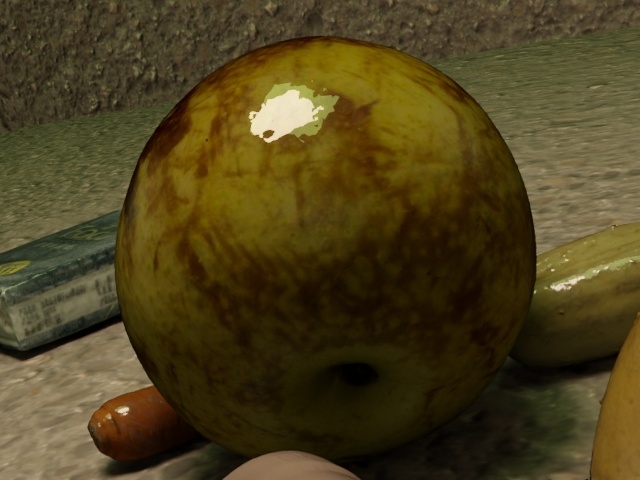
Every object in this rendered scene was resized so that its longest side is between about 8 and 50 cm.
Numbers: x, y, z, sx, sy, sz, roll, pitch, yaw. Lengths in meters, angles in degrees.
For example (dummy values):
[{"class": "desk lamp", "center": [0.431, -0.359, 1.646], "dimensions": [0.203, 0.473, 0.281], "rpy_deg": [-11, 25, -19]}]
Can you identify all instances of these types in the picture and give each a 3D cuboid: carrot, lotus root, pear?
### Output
[{"class": "carrot", "center": [-0.062, 0.112, 0.879], "dimensions": [0.216, 0.048, 0.048], "rpy_deg": [-13, 12, -26]}, {"class": "lotus root", "center": [0.206, 0.035, 0.849], "dimensions": [0.183, 0.077, 0.090], "rpy_deg": [-21, 25, -1]}, {"class": "pear", "center": [0.000, 0.000, 0.770], "dimensions": [0.283, 0.284, 0.283], "rpy_deg": [-12, 13, 3]}]

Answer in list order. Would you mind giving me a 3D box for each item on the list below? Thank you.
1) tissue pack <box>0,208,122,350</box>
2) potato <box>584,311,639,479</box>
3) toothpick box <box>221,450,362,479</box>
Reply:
[{"class": "tissue pack", "center": [-0.248, 0.034, 1.290], "dimensions": [0.257, 0.081, 0.185], "rpy_deg": [-23, 17, -34]}, {"class": "potato", "center": [0.225, 0.066, 0.640], "dimensions": [0.182, 0.117, 0.202], "rpy_deg": [-4, 15, 23]}, {"class": "toothpick box", "center": [0.016, 0.150, 0.505], "dimensions": [0.098, 0.098, 0.149], "rpy_deg": [-19, 14, -26]}]
